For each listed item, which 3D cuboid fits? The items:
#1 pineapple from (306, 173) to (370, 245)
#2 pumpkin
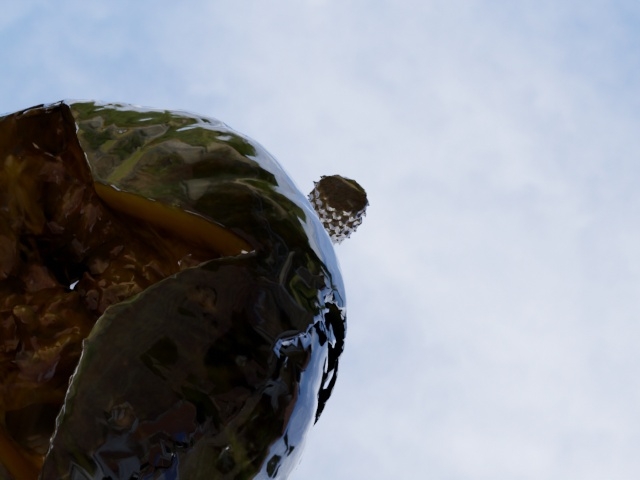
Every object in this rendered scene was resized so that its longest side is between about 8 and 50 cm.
[{"bbox_3d":[0.000,0.000,1.229,0.058,0.124,0.058,15,-139,-13],"label":"pineapple"},{"bbox_3d":[-0.138,0.057,0.799,0.320,0.192,0.320,-8,-123,13],"label":"pumpkin"}]
